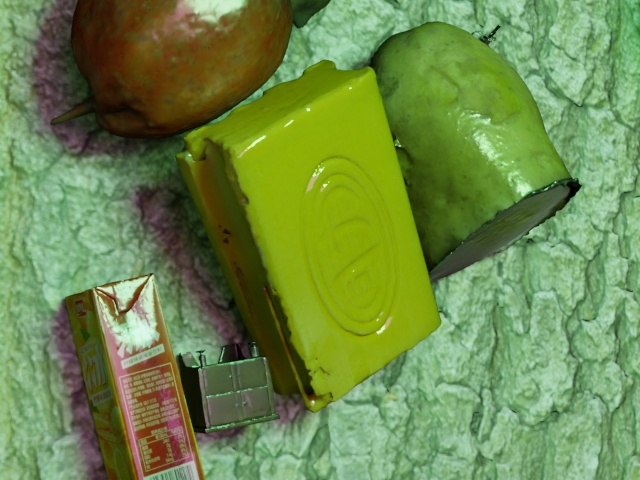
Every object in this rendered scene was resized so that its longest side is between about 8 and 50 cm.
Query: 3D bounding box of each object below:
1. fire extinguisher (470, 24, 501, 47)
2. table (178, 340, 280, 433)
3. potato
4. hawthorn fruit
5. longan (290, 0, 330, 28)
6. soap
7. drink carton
[{"bbox_3d":[0.186,-0.232,1.387,0.046,0.032,0.100,24,68,12],"label":"fire extinguisher"},{"bbox_3d":[-0.099,0.150,1.141,0.083,0.070,0.082,-7,86,-29],"label":"table"},{"bbox_3d":[0.153,-0.120,1.264,0.229,0.229,0.266,-20,77,-30],"label":"potato"},{"bbox_3d":[-0.158,-0.195,1.097,0.210,0.210,0.262,43,81,-17],"label":"hawthorn fruit"},{"bbox_3d":[-0.031,-0.293,1.233,0.113,0.092,0.113,5,79,-30],"label":"longan"},{"bbox_3d":[0.000,0.001,1.144,0.204,0.096,0.324,-34,122,-26],"label":"soap"},{"bbox_3d":[-0.182,0.150,1.082,0.071,0.096,0.223,-14,90,-30],"label":"drink carton"}]
